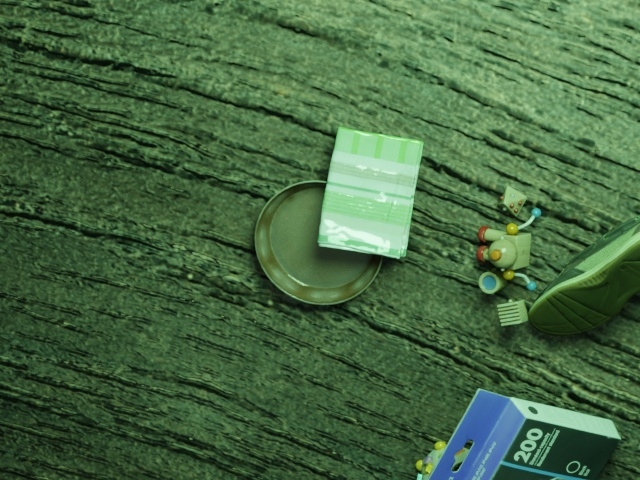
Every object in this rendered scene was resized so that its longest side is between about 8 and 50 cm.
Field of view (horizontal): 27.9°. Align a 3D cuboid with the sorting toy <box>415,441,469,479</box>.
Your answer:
[{"bbox_3d":[0.154,0.311,1.708,0.045,0.075,0.083,39,112,-4],"label":"sorting toy"}]

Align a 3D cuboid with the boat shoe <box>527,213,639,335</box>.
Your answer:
[{"bbox_3d":[0.345,0.041,1.577,0.080,0.073,0.223,33,133,-17],"label":"boat shoe"}]

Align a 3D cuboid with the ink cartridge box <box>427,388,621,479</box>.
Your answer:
[{"bbox_3d":[0.252,0.302,1.660,0.208,0.045,0.206,16,114,-21],"label":"ink cartridge box"}]

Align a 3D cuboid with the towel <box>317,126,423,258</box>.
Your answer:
[{"bbox_3d":[0.062,-0.058,1.598,0.113,0.023,0.152,9,98,-3],"label":"towel"}]

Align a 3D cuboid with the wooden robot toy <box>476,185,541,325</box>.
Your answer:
[{"bbox_3d":[0.219,0.022,1.577,0.076,0.079,0.173,7,99,28],"label":"wooden robot toy"}]

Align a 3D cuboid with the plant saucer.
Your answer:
[{"bbox_3d":[0.000,0.000,1.655,0.168,0.029,0.168,4,111,10],"label":"plant saucer"}]
